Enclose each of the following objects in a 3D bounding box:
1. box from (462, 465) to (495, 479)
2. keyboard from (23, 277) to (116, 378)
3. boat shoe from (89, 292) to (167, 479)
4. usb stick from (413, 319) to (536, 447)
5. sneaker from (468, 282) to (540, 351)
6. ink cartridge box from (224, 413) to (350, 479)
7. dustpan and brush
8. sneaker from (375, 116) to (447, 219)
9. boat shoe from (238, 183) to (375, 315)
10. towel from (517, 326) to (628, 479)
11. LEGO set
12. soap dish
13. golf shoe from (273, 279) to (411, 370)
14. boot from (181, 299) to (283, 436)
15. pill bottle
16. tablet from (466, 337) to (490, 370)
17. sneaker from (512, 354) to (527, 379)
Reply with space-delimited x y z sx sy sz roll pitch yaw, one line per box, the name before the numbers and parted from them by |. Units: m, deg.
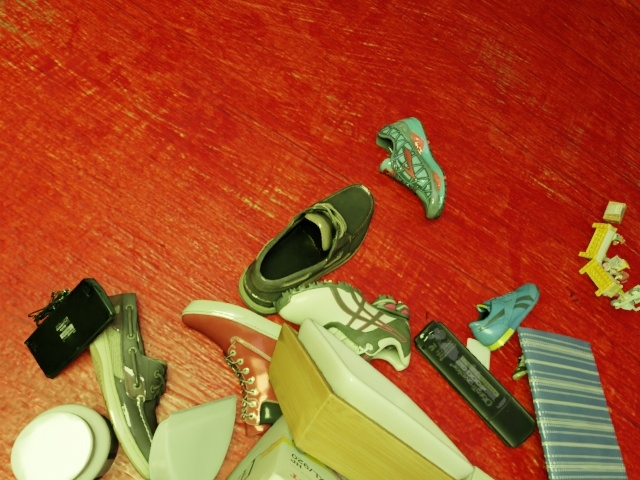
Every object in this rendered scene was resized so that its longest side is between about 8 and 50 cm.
box | 0.278 0.492 0.713 0.232 0.127 0.148 36 60 1
keyboard | -0.365 0.118 0.660 0.100 0.192 0.038 55 22 6
boat shoe | -0.277 0.205 0.675 0.092 0.102 0.285 -21 68 -22
usb stick | 0.297 0.275 0.867 0.077 0.045 0.278 -42 84 -7
sneaker | 0.392 0.140 0.954 0.209 0.069 0.082 -37 76 -30
ink cartridge box | -0.038 0.362 0.577 0.171 0.232 0.168 42 89 2
dustpan and brush | -0.191 0.334 0.636 0.147 0.060 0.211 14 77 -61
sneaker | 0.198 -0.155 1.028 0.125 0.104 0.261 -13 65 -6
boat shoe | 0.000 0.000 0.849 0.132 0.130 0.355 42 60 3
towel | 0.492 0.350 0.877 0.243 0.040 0.335 16 59 -29
LEGO set | 0.719 0.051 1.084 0.107 0.132 0.286 26 53 -16
soap dish | 0.060 0.259 0.660 0.291 0.229 0.118 41 87 -22
golf shoe | 0.051 0.148 0.780 0.273 0.105 0.120 15 49 -24
boot | -0.133 0.211 0.732 0.244 0.088 0.176 25 62 -10
pill bottle | -0.327 0.270 0.580 0.108 0.180 0.107 8 63 -16
tablet | 0.321 0.246 0.915 0.054 0.006 0.083 21 60 -8
sneaker | 0.420 0.259 0.933 0.083 0.031 0.037 -21 60 -31
